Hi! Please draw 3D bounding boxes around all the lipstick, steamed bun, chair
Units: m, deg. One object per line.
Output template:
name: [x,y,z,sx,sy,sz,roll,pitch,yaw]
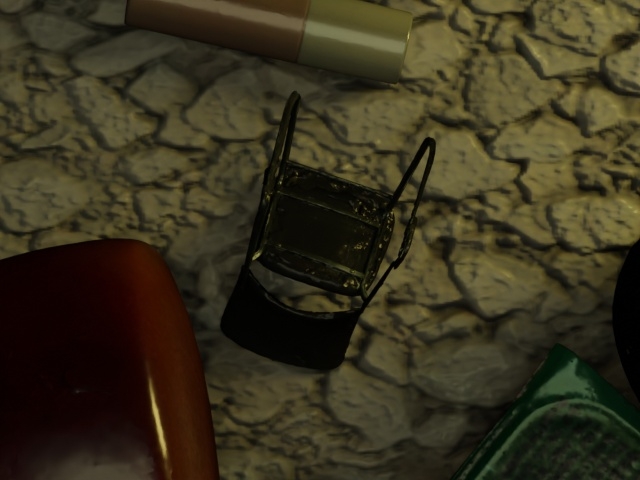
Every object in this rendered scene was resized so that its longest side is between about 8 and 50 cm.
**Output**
lipstick: [-0.047,-0.202,1.734,0.254,0.070,0.070,13,93,-2]
steamed bun: [-0.210,0.168,1.615,0.235,0.248,0.379,-11,62,2]
chair: [0.000,0.000,1.737,0.140,0.221,0.145,19,50,-2]

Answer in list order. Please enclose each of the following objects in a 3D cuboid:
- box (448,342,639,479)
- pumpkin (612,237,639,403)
box: [0.264,0.293,1.759,0.336,0.106,0.264,39,93,-4]
pumpkin: [0.411,0.093,1.650,0.238,0.315,0.315,-29,95,33]
